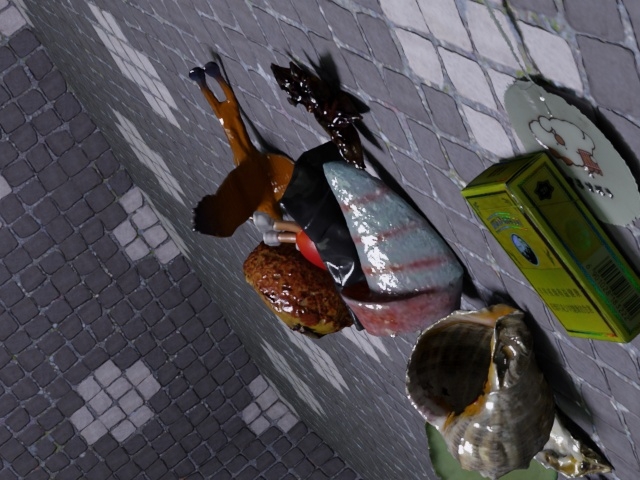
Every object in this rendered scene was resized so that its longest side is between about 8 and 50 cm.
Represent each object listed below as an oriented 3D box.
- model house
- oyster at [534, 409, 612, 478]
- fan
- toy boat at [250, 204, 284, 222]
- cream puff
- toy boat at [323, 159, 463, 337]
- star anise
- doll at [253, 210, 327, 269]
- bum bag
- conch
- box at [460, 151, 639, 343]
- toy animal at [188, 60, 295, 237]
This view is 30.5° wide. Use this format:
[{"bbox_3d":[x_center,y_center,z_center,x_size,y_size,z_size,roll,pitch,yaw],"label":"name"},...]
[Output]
[{"bbox_3d":[0.274,0.310,1.944,0.189,0.195,0.214,-84,-26,-74],"label":"model house"},{"bbox_3d":[0.360,0.302,1.787,0.146,0.045,0.121,-6,109,51],"label":"oyster"},{"bbox_3d":[0.217,-0.138,1.146,0.329,0.009,0.191,54,170,-25],"label":"fan"},{"bbox_3d":[-0.117,-0.065,2.338,0.065,0.066,0.172,47,-178,21],"label":"toy boat"},{"bbox_3d":[-0.027,0.079,2.234,0.240,0.164,0.240,49,-174,-7],"label":"cream puff"},{"bbox_3d":[0.097,0.002,1.735,0.206,0.096,0.282,-13,106,34],"label":"toy boat"},{"bbox_3d":[0.006,-0.190,1.638,0.212,0.053,0.157,52,168,3],"label":"star anise"},{"bbox_3d":[0.000,0.000,2.027,0.217,0.085,0.183,16,164,12],"label":"doll"},{"bbox_3d":[0.045,0.003,1.842,0.095,0.144,0.340,14,143,52],"label":"bum bag"},{"bbox_3d":[0.250,0.210,1.709,0.210,0.159,0.291,31,118,37],"label":"conch"},{"bbox_3d":[0.261,0.009,1.292,0.220,0.064,0.141,54,169,-8],"label":"box"},{"bbox_3d":[-0.149,-0.150,2.142,0.302,0.225,0.284,59,-171,-81],"label":"toy animal"}]
